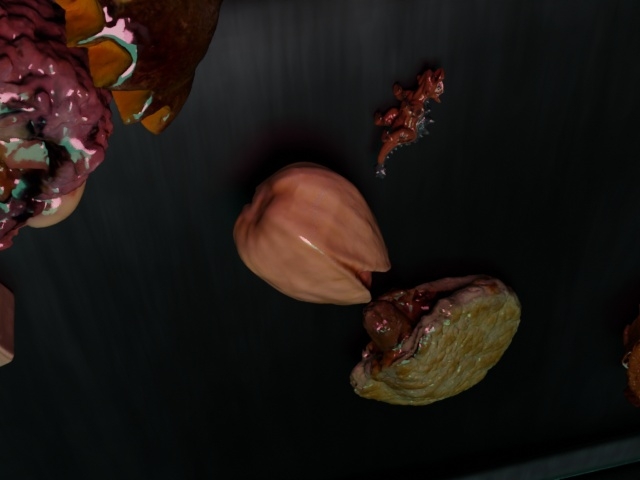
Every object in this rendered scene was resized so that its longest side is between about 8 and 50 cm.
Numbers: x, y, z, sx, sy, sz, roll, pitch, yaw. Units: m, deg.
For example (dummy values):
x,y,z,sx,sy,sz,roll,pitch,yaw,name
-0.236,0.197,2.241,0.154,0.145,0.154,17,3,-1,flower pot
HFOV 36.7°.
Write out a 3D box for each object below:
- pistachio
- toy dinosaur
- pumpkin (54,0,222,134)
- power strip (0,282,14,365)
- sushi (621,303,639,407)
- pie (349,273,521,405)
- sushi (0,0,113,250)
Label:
x,y,z,sx,sy,sz,roll,pitch,yaw,name
0.000,0.000,1.109,0.157,0.157,0.229,-30,145,19,pistachio
0.093,-0.130,1.067,0.055,0.049,0.154,6,132,-28,toy dinosaur
-0.138,-0.206,0.843,0.149,0.130,0.254,-22,139,10,pumpkin
-0.438,0.048,1.073,0.070,0.105,0.257,-24,140,10,power strip
0.550,0.157,1.480,0.166,0.179,0.296,1,128,18,sushi
0.172,0.150,1.387,0.257,0.105,0.274,-12,142,-17,pie
-0.309,-0.099,0.887,0.270,0.171,0.236,-31,138,13,sushi
